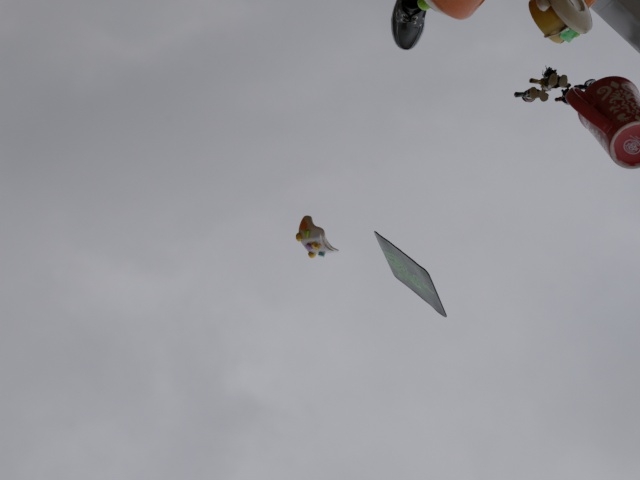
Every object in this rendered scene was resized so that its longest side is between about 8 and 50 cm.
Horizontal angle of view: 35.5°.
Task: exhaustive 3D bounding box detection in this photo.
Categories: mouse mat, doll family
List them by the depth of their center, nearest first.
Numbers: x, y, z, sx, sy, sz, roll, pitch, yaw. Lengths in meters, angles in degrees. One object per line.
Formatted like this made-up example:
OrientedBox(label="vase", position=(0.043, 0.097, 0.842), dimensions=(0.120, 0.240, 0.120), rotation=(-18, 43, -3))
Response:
OrientedBox(label="doll family", position=(0.471, -0.289, 1.907), dimensions=(0.111, 0.193, 0.076), rotation=(-81, -177, -86))
OrientedBox(label="mouse mat", position=(0.182, 0.068, 2.033), dimensions=(0.007, 0.152, 0.189), rotation=(-37, -138, -11))

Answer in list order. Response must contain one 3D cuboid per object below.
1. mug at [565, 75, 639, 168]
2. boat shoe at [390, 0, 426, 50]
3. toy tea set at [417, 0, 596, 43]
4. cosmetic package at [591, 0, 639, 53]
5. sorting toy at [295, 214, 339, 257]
OrientedBox(label="mug", position=(0.506, -0.200, 1.734), dimensions=(0.150, 0.113, 0.169), rotation=(-3, -148, -1))
OrientedBox(label="boat shoe", position=(0.123, -0.319, 1.358), dimensions=(0.049, 0.142, 0.040), rotation=(9, -142, 3))
OrientedBox(label="toy tea set", position=(0.231, -0.327, 1.268), dimensions=(0.124, 0.336, 0.200), rotation=(-35, -136, 38))
OrientedBox(label="cosmetic package", position=(0.560, -0.449, 1.785), dimensions=(0.127, 0.238, 0.107), rotation=(-45, -177, -5))
OrientedBox(label="sorting toy", position=(0.000, 0.000, 1.776), dimensions=(0.045, 0.083, 0.075), rotation=(-45, -158, -22))
